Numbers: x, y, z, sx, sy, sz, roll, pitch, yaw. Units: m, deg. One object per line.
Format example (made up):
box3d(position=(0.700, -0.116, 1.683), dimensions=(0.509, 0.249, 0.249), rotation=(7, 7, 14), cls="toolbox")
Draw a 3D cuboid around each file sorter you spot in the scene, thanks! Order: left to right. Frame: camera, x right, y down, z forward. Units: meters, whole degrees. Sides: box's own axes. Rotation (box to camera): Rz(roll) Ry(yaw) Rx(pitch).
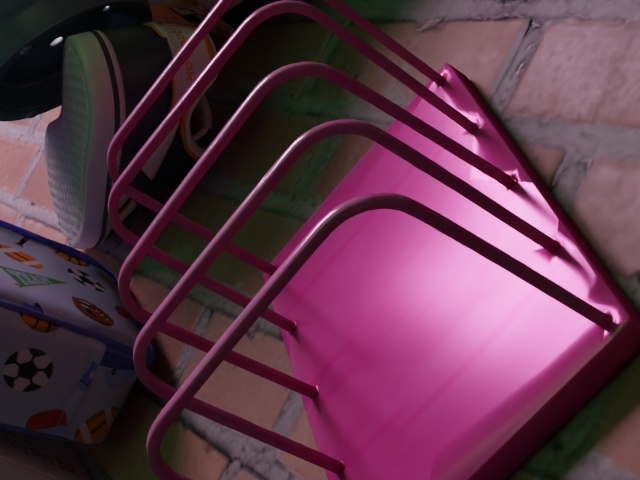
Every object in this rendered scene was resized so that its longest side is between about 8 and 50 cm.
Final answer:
box3d(position=(0.000, 0.000, 0.693), dimensions=(0.202, 0.182, 0.291), rotation=(-49, 32, 18), cls="file sorter")

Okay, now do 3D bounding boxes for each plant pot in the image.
box3d(position=(-0.269, -0.229, 1.063), dimensions=(0.293, 0.293, 0.196), rotation=(-40, 80, 30), cls="plant pot")

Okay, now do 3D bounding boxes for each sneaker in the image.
box3d(position=(-0.170, -0.085, 1.096), dimensions=(0.126, 0.127, 0.321), rotation=(70, 157, 13), cls="sneaker")

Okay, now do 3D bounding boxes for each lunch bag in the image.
box3d(position=(-0.292, 0.038, 0.974), dimensions=(0.115, 0.303, 0.243), rotation=(-58, 28, 11), cls="lunch bag")

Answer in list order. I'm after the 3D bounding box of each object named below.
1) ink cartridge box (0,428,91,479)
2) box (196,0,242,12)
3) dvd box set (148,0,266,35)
box3d(position=(-0.323, 0.129, 1.066), dimensions=(0.069, 0.175, 0.371), rotation=(-58, 30, 5), cls="ink cartridge box")
box3d(position=(-0.011, -0.335, 0.995), dimensions=(0.311, 0.121, 0.148), rotation=(-27, 51, 27), cls="box")
box3d(position=(-0.116, -0.368, 1.309), dimensions=(0.420, 0.062, 0.308), rotation=(19, 80, 60), cls="dvd box set")
